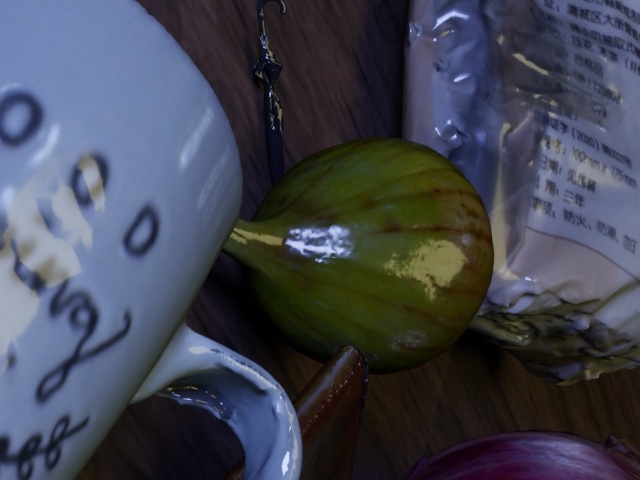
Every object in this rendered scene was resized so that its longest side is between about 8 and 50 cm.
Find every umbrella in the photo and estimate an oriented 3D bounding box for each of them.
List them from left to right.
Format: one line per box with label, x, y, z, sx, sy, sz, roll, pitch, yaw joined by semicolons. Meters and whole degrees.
umbrella;-0.033;-0.082;0.931;0.022;0.022;0.149;-133;-138;-73

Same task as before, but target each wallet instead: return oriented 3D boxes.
wallet;-0.046;0.177;0.800;0.255;0.031;0.137;-45;144;-43

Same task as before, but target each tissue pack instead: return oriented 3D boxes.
tissue pack;0.189;-0.081;1.179;0.375;0.195;0.390;35;56;-53

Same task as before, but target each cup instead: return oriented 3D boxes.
cup;-0.126;0.054;0.500;0.258;0.186;0.234;36;54;-17

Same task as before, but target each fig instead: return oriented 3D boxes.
fig;0.000;0.000;0.853;0.259;0.151;0.151;15;74;-56

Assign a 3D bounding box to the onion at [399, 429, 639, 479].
onion;0.202;0.292;0.955;0.348;0.385;0.348;-1;90;-76
